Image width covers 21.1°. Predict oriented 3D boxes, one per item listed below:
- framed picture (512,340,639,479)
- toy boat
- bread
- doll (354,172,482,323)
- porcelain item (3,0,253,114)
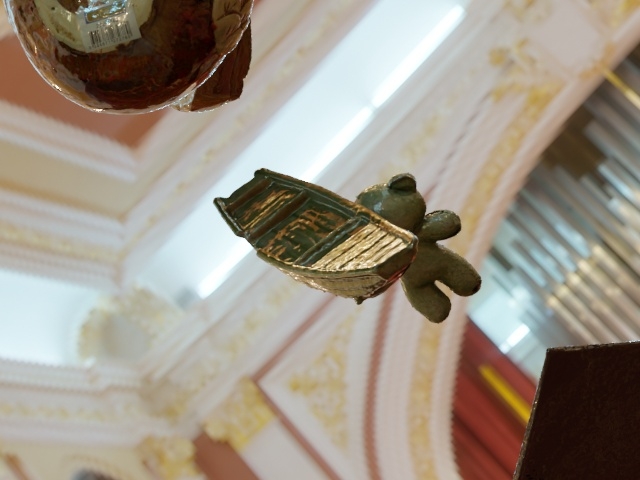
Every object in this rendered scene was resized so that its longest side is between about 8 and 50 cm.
[{"bbox_3d":[0.318,0.201,1.650,0.324,0.013,0.244,-3,-64,-31],"label":"framed picture"},{"bbox_3d":[0.000,0.000,1.482,0.093,0.293,0.055,-37,-63,-16],"label":"toy boat"},{"bbox_3d":[-0.164,-0.280,2.282,0.070,0.236,0.236,-1,-41,-27],"label":"bread"},{"bbox_3d":[0.082,0.009,1.613,0.115,0.150,0.077,-37,17,7],"label":"doll"},{"bbox_3d":[-0.165,-0.239,1.600,0.253,0.253,0.253,-36,-23,-18],"label":"porcelain item"}]
